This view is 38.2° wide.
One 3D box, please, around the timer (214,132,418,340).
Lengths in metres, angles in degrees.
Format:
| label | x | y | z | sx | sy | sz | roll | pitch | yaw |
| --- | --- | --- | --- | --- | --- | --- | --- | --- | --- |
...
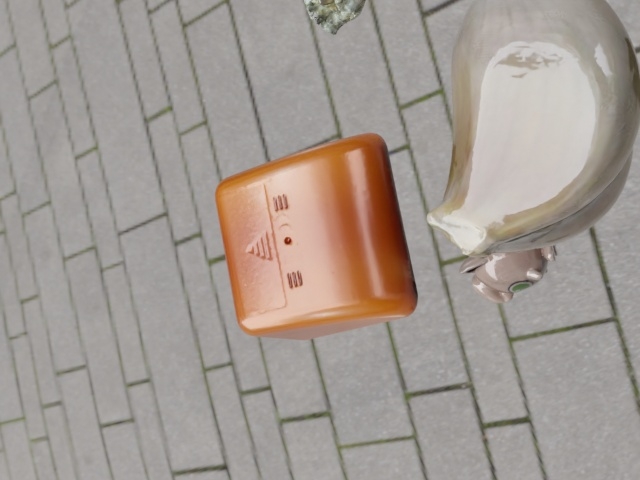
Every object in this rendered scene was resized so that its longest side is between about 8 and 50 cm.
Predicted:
| label | x | y | z | sx | sy | sz | roll | pitch | yaw |
| --- | --- | --- | --- | --- | --- | --- | --- | --- | --- |
| timer | 0.000 | 0.000 | 1.286 | 0.250 | 0.161 | 0.257 | -15 | 81 | 30 |

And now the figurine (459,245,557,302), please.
| label | x | y | z | sx | sy | sz | roll | pitch | yaw |
| --- | --- | --- | --- | --- | --- | --- | --- | --- | --- |
| figurine | 0.275 | 0.026 | 1.343 | 0.138 | 0.125 | 0.125 | -19 | 81 | 15 |

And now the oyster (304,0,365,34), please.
| label | x | y | z | sx | sy | sz | roll | pitch | yaw |
| --- | --- | --- | --- | --- | --- | --- | --- | --- | --- |
| oyster | 0.031 | -0.201 | 0.700 | 0.037 | 0.100 | 0.098 | 43 | 98 | 17 |

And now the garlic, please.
| label | x | y | z | sx | sy | sz | roll | pitch | yaw |
| --- | --- | --- | --- | --- | --- | --- | --- | --- | --- |
| garlic | 0.251 | -0.157 | 1.069 | 0.246 | 0.231 | 0.339 | -8 | 86 | 27 |
